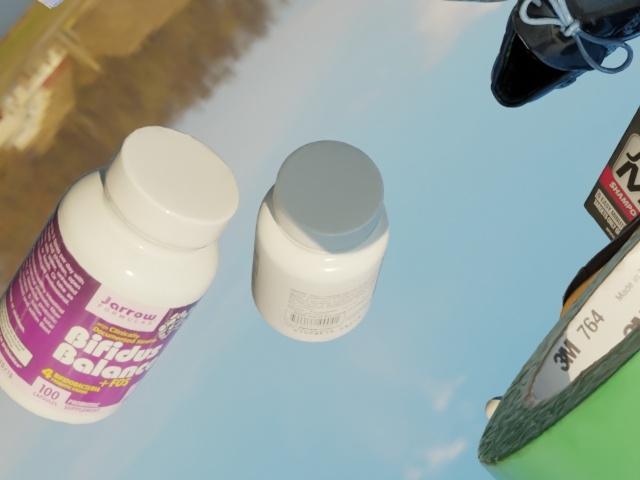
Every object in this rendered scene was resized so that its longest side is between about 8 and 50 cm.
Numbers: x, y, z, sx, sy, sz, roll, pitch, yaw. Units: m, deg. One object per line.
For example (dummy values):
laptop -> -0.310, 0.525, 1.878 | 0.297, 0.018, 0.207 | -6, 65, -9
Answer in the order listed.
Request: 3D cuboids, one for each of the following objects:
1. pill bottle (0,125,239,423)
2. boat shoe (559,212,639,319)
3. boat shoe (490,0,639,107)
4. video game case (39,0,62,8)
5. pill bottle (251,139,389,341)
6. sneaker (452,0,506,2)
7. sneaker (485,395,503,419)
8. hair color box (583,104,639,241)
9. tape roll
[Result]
pill bottle -> -0.203, 0.034, 1.502 | 0.301, 0.169, 0.169 | -53, -172, 36
boat shoe -> 0.268, 0.006, 1.192 | 0.207, 0.073, 0.073 | -39, -173, 39
boat shoe -> 0.186, -0.152, 1.071 | 0.089, 0.109, 0.258 | -53, 172, -16
video game case -> -0.202, -0.327, 1.185 | 0.269, 0.244, 0.061 | -35, -123, 19
pill bottle -> 0.000, 0.000, 1.506 | 0.131, 0.131, 0.229 | -55, 169, -24
sneaker -> 0.107, -0.365, 1.859 | 0.147, 0.384, 0.145 | 4, 100, -57
sneaker -> 0.249, 0.163, 1.573 | 0.058, 0.152, 0.085 | 96, 6, -65
hair color box -> 0.432, -0.104, 1.589 | 0.113, 0.185, 0.374 | -13, 145, -29
tape roll -> 0.223, 0.032, 0.867 | 0.321, 0.077, 0.321 | -47, 179, -2
